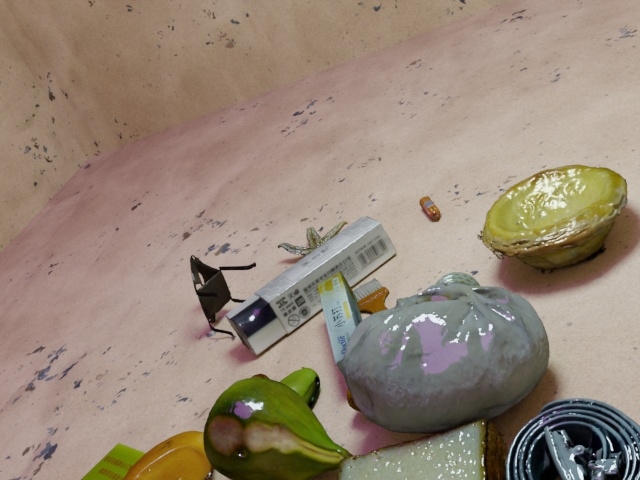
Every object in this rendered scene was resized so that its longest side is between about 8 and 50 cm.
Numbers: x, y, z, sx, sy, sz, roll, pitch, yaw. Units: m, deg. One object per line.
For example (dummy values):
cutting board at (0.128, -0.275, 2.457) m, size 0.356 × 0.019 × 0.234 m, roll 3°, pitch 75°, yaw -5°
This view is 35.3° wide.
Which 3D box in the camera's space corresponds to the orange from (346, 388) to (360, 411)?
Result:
orange at (0.088, 0.279, 1.838) m, size 0.085 × 0.085 × 0.085 m, roll -24°, pitch 25°, yaw 12°

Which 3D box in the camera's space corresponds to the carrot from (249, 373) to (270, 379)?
carrot at (-0.123, 0.332, 2.010) m, size 0.055 × 0.055 × 0.161 m, roll -23°, pitch 32°, yaw 13°

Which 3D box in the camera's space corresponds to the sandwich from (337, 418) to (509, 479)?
sandwich at (0.152, 0.403, 1.509) m, size 0.273 × 0.095 × 0.249 m, roll -21°, pitch 25°, yaw 20°

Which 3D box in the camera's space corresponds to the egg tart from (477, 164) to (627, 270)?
egg tart at (0.471, -0.037, 1.987) m, size 0.315 × 0.120 × 0.315 m, roll -22°, pitch 25°, yaw 11°

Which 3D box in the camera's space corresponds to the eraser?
eraser at (-0.019, 0.099, 2.286) m, size 0.404 × 0.098 × 0.096 m, roll -35°, pitch 24°, yaw -14°

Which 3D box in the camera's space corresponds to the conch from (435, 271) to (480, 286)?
conch at (0.250, 0.128, 1.922) m, size 0.135 × 0.153 × 0.102 m, roll -28°, pitch 64°, yaw 3°

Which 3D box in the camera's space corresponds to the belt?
belt at (0.364, 0.324, 1.402) m, size 0.206 × 0.116 × 0.267 m, roll -35°, pitch 27°, yaw -1°

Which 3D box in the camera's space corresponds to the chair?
chair at (-0.253, 0.123, 2.422) m, size 0.213 × 0.174 × 0.149 m, roll 11°, pitch 41°, yaw 41°

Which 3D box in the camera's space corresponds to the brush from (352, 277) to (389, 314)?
brush at (0.130, 0.155, 2.114) m, size 0.090 × 0.017 × 0.314 m, roll -31°, pitch 25°, yaw -4°

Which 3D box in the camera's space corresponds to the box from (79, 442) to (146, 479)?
box at (-0.463, 0.544, 1.971) m, size 0.187 × 0.047 × 0.335 m, roll 3°, pitch 39°, yaw 50°

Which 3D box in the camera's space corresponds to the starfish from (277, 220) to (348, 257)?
starfish at (0.000, 0.000, 2.511) m, size 0.176 × 0.053 × 0.208 m, roll -35°, pitch 28°, yaw -15°

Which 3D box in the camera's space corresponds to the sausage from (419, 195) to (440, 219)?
sausage at (0.263, -0.075, 2.396) m, size 0.031 × 0.031 × 0.107 m, roll -28°, pitch 24°, yaw 3°

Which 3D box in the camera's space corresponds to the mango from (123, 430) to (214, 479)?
mango at (-0.281, 0.440, 1.877) m, size 0.154 × 0.126 × 0.252 m, roll -37°, pitch 7°, yaw 37°

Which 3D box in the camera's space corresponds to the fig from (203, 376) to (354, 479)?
fig at (-0.061, 0.357, 1.767) m, size 0.275 × 0.206 × 0.206 m, roll 14°, pitch 42°, yaw 21°

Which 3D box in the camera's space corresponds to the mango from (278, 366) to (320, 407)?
mango at (-0.058, 0.302, 1.961) m, size 0.091 × 0.074 × 0.165 m, roll -14°, pitch 28°, yaw 34°

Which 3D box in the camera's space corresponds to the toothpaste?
toothpaste at (0.051, 0.179, 2.045) m, size 0.071 × 0.089 × 0.313 m, roll -26°, pitch 27°, yaw 7°

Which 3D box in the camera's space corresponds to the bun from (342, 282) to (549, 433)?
bun at (0.200, 0.184, 1.692) m, size 0.354 × 0.194 × 0.354 m, roll -13°, pitch 15°, yaw 4°
